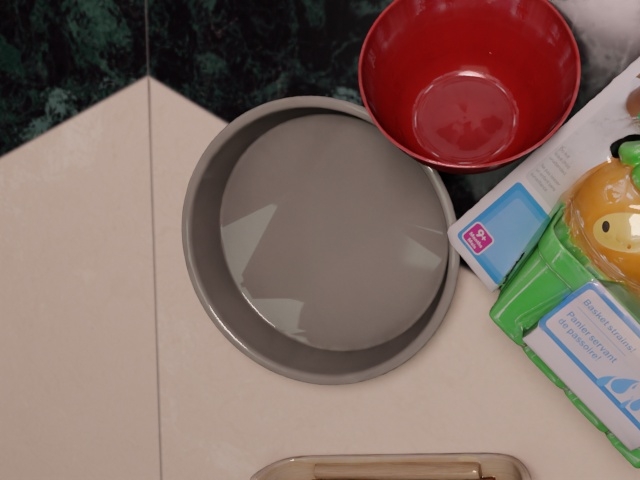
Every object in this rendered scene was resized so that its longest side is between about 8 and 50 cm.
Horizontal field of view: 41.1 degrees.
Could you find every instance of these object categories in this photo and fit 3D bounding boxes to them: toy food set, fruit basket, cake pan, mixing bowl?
[{"bbox_3d":[0.082,0.344,0.895,0.306,0.092,0.220,-6,101,21],"label":"toy food set"},{"bbox_3d":[0.317,0.014,0.665,0.327,0.165,0.353,47,130,2],"label":"fruit basket"},{"bbox_3d":[0.000,0.000,0.864,0.293,0.054,0.293,5,104,19],"label":"cake pan"},{"bbox_3d":[0.126,-0.127,0.745,0.181,0.098,0.181,-2,70,7],"label":"mixing bowl"}]
